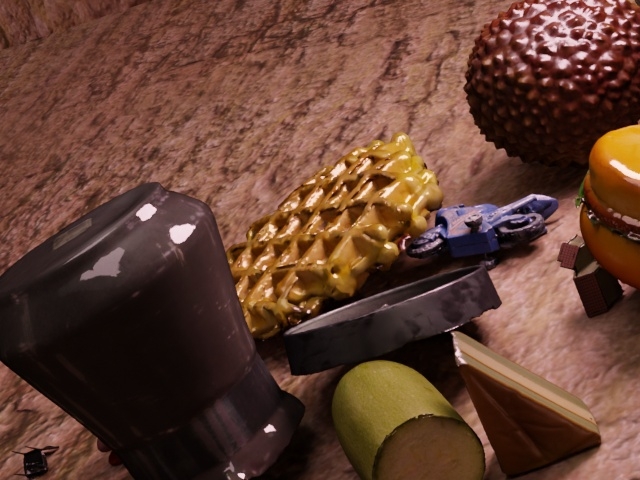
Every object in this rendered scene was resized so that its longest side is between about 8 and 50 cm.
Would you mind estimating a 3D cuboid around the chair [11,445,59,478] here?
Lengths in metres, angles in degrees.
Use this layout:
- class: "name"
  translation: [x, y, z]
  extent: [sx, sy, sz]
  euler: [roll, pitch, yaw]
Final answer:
- class: "chair"
  translation: [-0.389, 0.303, 2.222]
  extent: [0.037, 0.042, 0.086]
  euler: [-17, -10, 17]

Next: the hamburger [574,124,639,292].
- class: "hamburger"
  translation: [0.416, -0.027, 1.900]
  extent: [0.246, 0.170, 0.246]
  euler: [4, 23, -2]

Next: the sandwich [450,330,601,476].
- class: "sandwich"
  translation: [0.220, 0.158, 1.748]
  extent: [0.113, 0.163, 0.079]
  euler: [-21, 25, 8]

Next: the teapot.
- class: "teapot"
  translation: [-0.205, 0.137, 1.981]
  extent: [0.305, 0.361, 0.376]
  euler: [-32, 13, -3]

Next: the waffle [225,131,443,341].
- class: "waffle"
  translation: [0.000, 0.000, 2.313]
  extent: [0.382, 0.095, 0.379]
  euler: [-35, 21, 10]

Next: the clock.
- class: "clock"
  translation: [0.087, 0.097, 2.003]
  extent: [0.281, 0.055, 0.280]
  euler: [-19, 1, 0]

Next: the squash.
- class: "squash"
  translation: [0.084, 0.213, 1.823]
  extent: [0.132, 0.132, 0.247]
  euler: [-29, 21, -6]

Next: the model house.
- class: "model house"
  translation: [0.323, 0.043, 1.972]
  extent: [0.058, 0.083, 0.057]
  euler: [-38, 29, -24]

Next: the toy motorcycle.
- class: "toy motorcycle"
  translation: [0.218, -0.016, 2.216]
  extent: [0.205, 0.076, 0.114]
  euler: [-11, 21, 29]

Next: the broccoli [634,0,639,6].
- class: "broccoli"
  translation: [0.560, -0.329, 2.383]
  extent: [0.263, 0.247, 0.243]
  euler: [34, 17, 20]

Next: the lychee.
- class: "lychee"
  translation: [0.333, -0.233, 2.281]
  extent: [0.267, 0.267, 0.267]
  euler: [-22, 25, 10]

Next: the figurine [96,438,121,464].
- class: "figurine"
  translation: [-0.261, 0.250, 2.150]
  extent: [0.083, 0.071, 0.067]
  euler: [-31, 24, -7]
